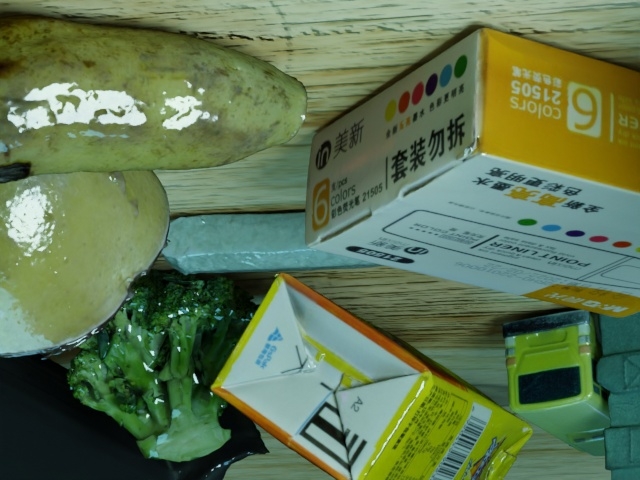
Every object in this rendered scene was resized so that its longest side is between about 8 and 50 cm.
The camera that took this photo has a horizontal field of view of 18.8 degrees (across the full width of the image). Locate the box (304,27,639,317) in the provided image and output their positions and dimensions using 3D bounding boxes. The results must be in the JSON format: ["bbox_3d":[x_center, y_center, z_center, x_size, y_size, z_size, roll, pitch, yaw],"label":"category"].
[{"bbox_3d":[0.157,-0.036,1.253,0.274,0.091,0.221,11,159,-25],"label":"box"}]

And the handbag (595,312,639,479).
[{"bbox_3d":[0.355,0.154,1.539,0.100,0.269,0.274,7,162,-44],"label":"handbag"}]

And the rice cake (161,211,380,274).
[{"bbox_3d":[0.000,0.000,1.442,0.245,0.042,0.045,-2,158,10],"label":"rice cake"}]

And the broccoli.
[{"bbox_3d":[-0.114,0.097,1.577,0.195,0.156,0.195,-10,132,-11],"label":"broccoli"}]

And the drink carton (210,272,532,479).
[{"bbox_3d":[0.052,0.135,1.582,0.154,0.111,0.351,33,-179,22],"label":"drink carton"}]

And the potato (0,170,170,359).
[{"bbox_3d":[-0.198,-0.031,1.219,0.202,0.182,0.117,-2,140,-3],"label":"potato"}]

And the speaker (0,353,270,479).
[{"bbox_3d":[-0.259,0.143,1.672,0.388,0.180,0.184,30,103,-34],"label":"speaker"}]

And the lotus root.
[{"bbox_3d":[-0.138,-0.084,1.134,0.258,0.097,0.110,-3,-170,-21],"label":"lotus root"}]

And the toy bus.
[{"bbox_3d":[0.231,0.127,1.704,0.088,0.101,0.175,-13,155,26],"label":"toy bus"}]
